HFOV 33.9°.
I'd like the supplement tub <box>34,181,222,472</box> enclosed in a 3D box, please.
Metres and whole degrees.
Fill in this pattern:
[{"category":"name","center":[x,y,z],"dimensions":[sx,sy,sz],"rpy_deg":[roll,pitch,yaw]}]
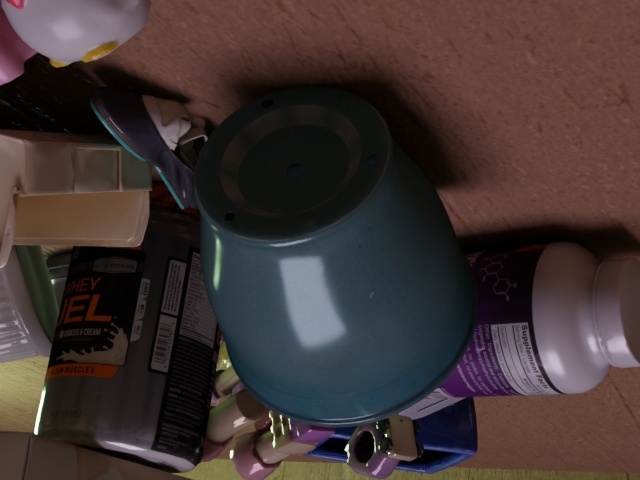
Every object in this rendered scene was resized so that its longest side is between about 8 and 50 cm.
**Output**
[{"category":"supplement tub","center":[-0.212,0.102,1.237],"dimensions":[0.194,0.316,0.193],"rpy_deg":[6,159,2]}]

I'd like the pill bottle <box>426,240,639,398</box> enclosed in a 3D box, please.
[{"category":"pill bottle","center":[0.230,0.098,1.279],"dimensions":[0.323,0.181,0.181],"rpy_deg":[-9,155,35]}]

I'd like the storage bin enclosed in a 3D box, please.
[{"category":"storage bin","center":[-0.332,-0.045,1.021],"dimensions":[0.260,0.123,0.262],"rpy_deg":[1,-176,16]}]

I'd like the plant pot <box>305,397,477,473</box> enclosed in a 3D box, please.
[{"category":"plant pot","center":[0.106,0.232,1.635],"dimensions":[0.236,0.212,0.236],"rpy_deg":[10,160,-8]}]

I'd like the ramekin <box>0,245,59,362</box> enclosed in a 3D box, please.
[{"category":"ramekin","center":[-0.394,0.052,1.266],"dimensions":[0.109,0.207,0.207],"rpy_deg":[-16,161,-6]}]

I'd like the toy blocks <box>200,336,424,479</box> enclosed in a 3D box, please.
[{"category":"toy blocks","center":[-0.073,0.194,1.441],"dimensions":[0.309,0.288,0.260],"rpy_deg":[18,141,-34]}]

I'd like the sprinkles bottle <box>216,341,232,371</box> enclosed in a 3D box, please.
[{"category":"sprinkles bottle","center":[-0.179,0.224,1.837],"dimensions":[0.121,0.121,0.355],"rpy_deg":[21,155,-34]}]

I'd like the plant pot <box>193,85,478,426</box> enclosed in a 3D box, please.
[{"category":"plant pot","center":[0.000,0.000,1.011],"dimensions":[0.272,0.271,0.255],"rpy_deg":[0,144,18]}]

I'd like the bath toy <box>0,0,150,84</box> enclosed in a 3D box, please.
[{"category":"bath toy","center":[-0.291,-0.174,0.808],"dimensions":[0.348,0.151,0.129],"rpy_deg":[-7,120,33]}]

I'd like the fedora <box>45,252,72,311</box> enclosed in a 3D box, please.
[{"category":"fedora","center":[-0.297,0.113,1.570],"dimensions":[0.275,0.124,0.244],"rpy_deg":[14,159,-19]}]

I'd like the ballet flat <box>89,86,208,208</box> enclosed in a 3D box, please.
[{"category":"ballet flat","center":[-0.152,-0.101,1.041],"dimensions":[0.074,0.074,0.203],"rpy_deg":[-1,153,21]}]

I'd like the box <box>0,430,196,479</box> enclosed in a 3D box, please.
[{"category":"box","center":[-0.263,0.303,1.161],"dimensions":[0.148,0.121,0.311],"rpy_deg":[-5,156,32]}]

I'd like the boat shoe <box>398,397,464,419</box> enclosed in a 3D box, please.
[{"category":"boat shoe","center":[0.229,0.131,1.446],"dimensions":[0.335,0.119,0.121],"rpy_deg":[-26,156,15]}]
